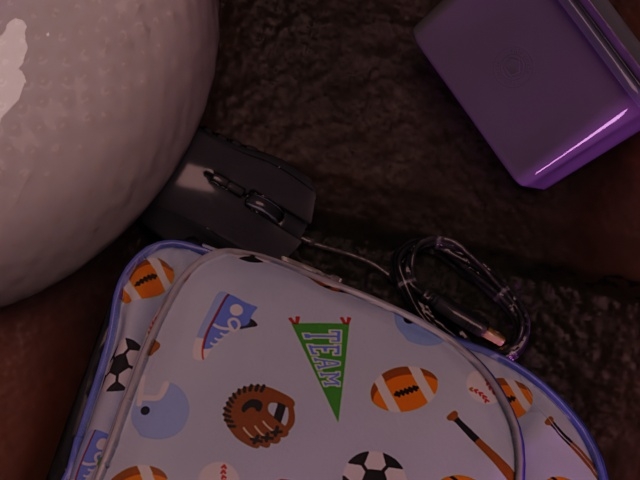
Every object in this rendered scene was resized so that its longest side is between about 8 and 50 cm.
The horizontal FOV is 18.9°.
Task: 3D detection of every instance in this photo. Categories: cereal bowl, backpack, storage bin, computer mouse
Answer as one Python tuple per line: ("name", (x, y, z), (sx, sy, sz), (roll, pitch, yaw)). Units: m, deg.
("cereal bowl", (-0.223, -0.134, 0.970), (0.339, 0.141, 0.339), (-1, 70, 3))
("backpack", (0.002, 0.139, 0.891), (0.263, 0.213, 0.276), (21, 72, -5))
("storage bin", (0.119, -0.095, 1.027), (0.091, 0.098, 0.135), (-37, 77, 16))
("computer mouse", (0.000, 0.000, 1.011), (0.242, 0.041, 0.071), (23, 73, 3))
